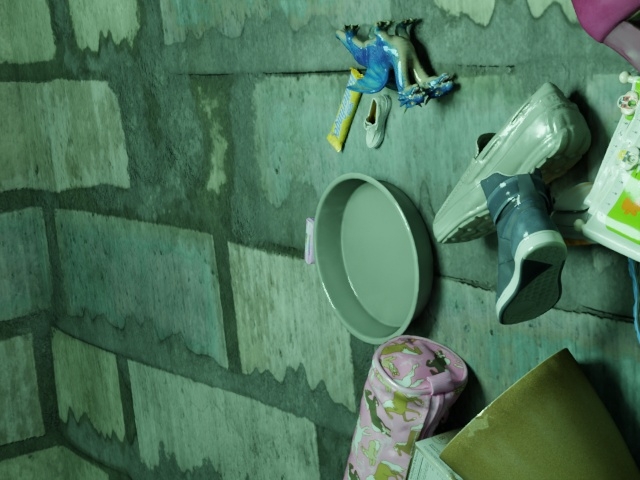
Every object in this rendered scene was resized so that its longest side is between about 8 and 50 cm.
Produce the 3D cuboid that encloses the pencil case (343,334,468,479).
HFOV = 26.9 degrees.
[{"bbox_3d":[0.129,0.342,2.193,0.167,0.160,0.386,22,121,20],"label":"pencil case"}]

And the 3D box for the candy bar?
[{"bbox_3d":[0.044,-0.224,2.270,0.040,0.018,0.161,53,140,33],"label":"candy bar"}]

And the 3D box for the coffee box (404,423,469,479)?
[{"bbox_3d":[0.260,0.397,2.029,0.246,0.141,0.098,43,133,43],"label":"coffee box"}]

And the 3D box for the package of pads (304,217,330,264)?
[{"bbox_3d":[0.000,0.000,2.374,0.032,0.050,0.083,-139,48,-57],"label":"package of pads"}]

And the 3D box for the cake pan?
[{"bbox_3d":[0.091,0.027,2.244,0.293,0.054,0.293,23,118,52],"label":"cake pan"}]

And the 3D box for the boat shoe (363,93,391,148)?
[{"bbox_3d":[0.087,-0.194,2.198,0.035,0.035,0.100,50,137,36],"label":"boat shoe"}]

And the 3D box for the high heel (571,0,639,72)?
[{"bbox_3d":[0.409,-0.364,1.572,0.181,0.127,0.377,50,142,20],"label":"high heel"}]

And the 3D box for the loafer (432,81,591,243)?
[{"bbox_3d":[0.261,-0.102,1.910,0.319,0.112,0.111,-45,58,43],"label":"loafer"}]

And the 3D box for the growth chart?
[{"bbox_3d":[0.412,-0.089,1.673,0.172,0.021,0.237,18,88,45],"label":"growth chart"}]

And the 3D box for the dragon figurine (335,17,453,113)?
[{"bbox_3d":[0.093,-0.275,2.118,0.289,0.085,0.144,8,106,54],"label":"dragon figurine"}]

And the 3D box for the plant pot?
[{"bbox_3d":[0.334,0.319,1.843,0.254,0.237,0.237,50,139,16],"label":"plant pot"}]

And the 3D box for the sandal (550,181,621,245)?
[{"bbox_3d":[0.343,-0.037,1.804,0.265,0.102,0.076,-4,99,59],"label":"sandal"}]

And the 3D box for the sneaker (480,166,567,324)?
[{"bbox_3d":[0.265,0.001,1.794,0.226,0.086,0.163,97,160,-56],"label":"sneaker"}]

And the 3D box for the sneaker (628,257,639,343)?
[{"bbox_3d":[0.446,0.079,1.717,0.078,0.067,0.188,-16,84,63],"label":"sneaker"}]
